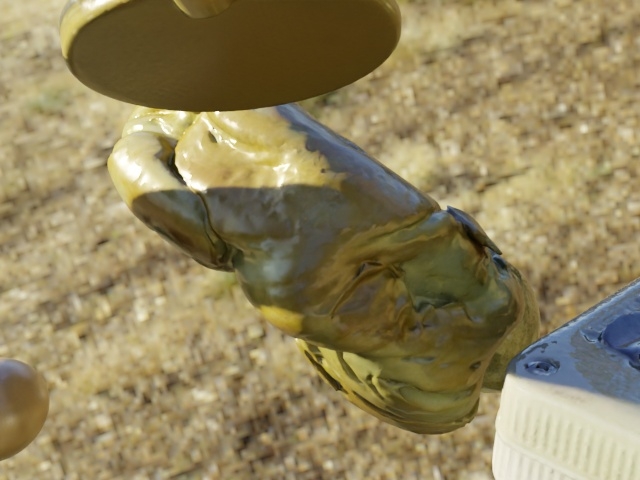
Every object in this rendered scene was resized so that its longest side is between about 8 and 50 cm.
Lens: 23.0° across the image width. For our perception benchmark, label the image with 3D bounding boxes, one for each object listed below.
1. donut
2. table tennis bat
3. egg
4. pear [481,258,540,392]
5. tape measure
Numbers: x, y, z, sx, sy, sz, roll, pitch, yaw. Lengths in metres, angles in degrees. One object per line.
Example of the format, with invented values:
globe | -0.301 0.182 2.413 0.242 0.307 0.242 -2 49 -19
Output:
donut | 0.000 0.000 1.244 0.170 0.360 0.360 -53 33 3
table tennis bat | -0.059 -0.130 0.869 0.198 0.050 0.321 -6 -15 7
egg | -0.250 0.129 1.217 0.080 0.080 0.096 9 16 36
pear | 0.136 0.077 1.559 0.167 0.136 0.167 11 -8 1
tape measure | 0.279 0.117 1.124 0.231 0.133 0.271 22 28 33
